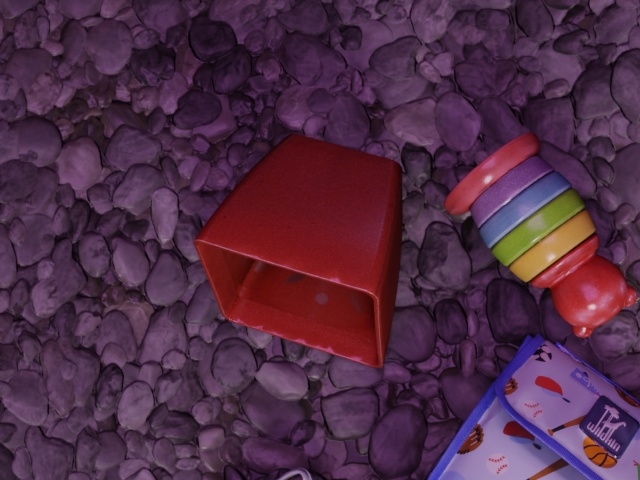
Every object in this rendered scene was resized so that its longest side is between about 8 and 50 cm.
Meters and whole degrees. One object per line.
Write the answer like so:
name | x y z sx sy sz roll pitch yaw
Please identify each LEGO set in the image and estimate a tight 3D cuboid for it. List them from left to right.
LEGO set | 0.043 0.130 1.583 0.083 0.023 0.054 8 83 12

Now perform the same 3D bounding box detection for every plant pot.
plant pot | 0.000 0.000 1.495 0.267 0.267 0.236 16 65 13

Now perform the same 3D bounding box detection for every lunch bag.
lunch bag | 0.319 0.360 1.391 0.327 0.239 0.385 37 74 15

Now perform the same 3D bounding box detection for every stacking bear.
stacking bear | 0.335 0.001 1.483 0.175 0.164 0.289 -38 81 4

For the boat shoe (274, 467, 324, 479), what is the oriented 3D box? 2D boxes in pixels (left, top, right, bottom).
boat shoe | -0.119 0.463 1.503 0.320 0.103 0.118 -41 56 -2
